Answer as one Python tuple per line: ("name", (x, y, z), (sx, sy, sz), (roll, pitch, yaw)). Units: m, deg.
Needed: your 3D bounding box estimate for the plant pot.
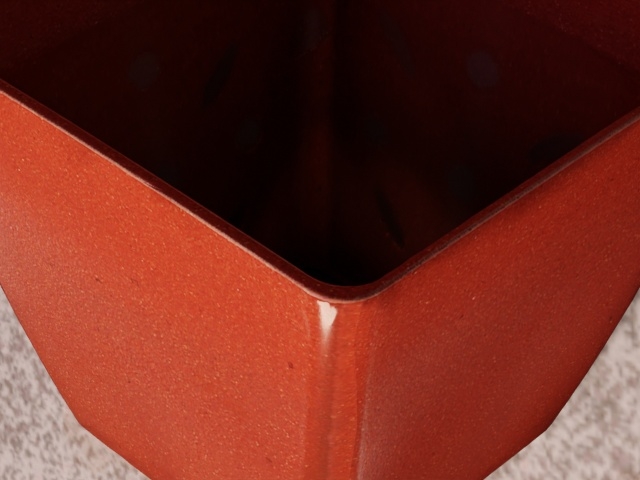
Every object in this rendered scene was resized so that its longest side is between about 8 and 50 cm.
("plant pot", (0.000, 0.000, 0.871), (0.267, 0.267, 0.236), (32, 136, 32))
